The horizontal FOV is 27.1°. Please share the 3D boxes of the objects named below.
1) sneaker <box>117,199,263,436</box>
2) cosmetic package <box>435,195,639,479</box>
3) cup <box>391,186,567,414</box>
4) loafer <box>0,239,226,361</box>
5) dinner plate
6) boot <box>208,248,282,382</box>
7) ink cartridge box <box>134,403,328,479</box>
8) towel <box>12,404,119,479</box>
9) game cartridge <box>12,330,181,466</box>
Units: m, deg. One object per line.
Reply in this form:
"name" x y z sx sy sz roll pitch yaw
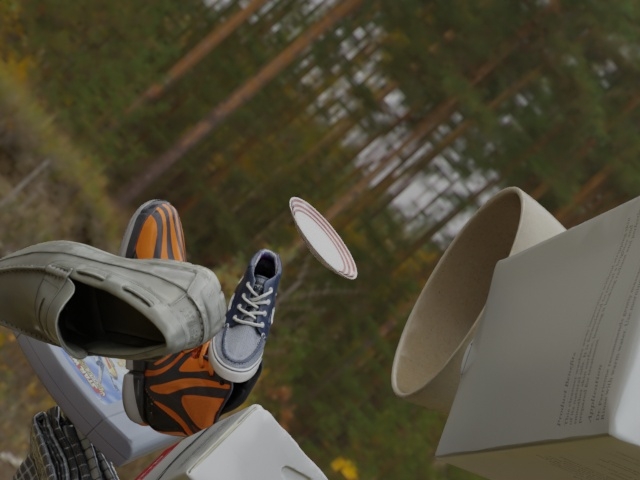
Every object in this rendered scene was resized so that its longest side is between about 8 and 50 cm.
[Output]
"sneaker" -0.161 0.108 1.732 0.180 0.321 0.124 10 22 28
"cosmetic package" 0.251 0.106 1.125 0.156 0.217 0.385 22 -14 -8
"cup" 0.283 0.126 1.844 0.237 0.331 0.331 30 6 -10
"loafer" -0.249 0.067 1.387 0.111 0.319 0.112 -37 121 -51
"dinner plate" 0.000 0.000 1.823 0.141 0.017 0.141 48 16 -19
"boot" -0.091 0.089 1.657 0.069 0.086 0.190 17 32 -5
"ink cartridge box" -0.092 0.307 1.434 0.197 0.114 0.273 49 -33 -3
"towel" -0.372 0.407 2.017 0.283 0.121 0.235 63 -25 27
"game cartridge" -0.323 0.182 1.922 0.297 0.062 0.198 52 21 12
